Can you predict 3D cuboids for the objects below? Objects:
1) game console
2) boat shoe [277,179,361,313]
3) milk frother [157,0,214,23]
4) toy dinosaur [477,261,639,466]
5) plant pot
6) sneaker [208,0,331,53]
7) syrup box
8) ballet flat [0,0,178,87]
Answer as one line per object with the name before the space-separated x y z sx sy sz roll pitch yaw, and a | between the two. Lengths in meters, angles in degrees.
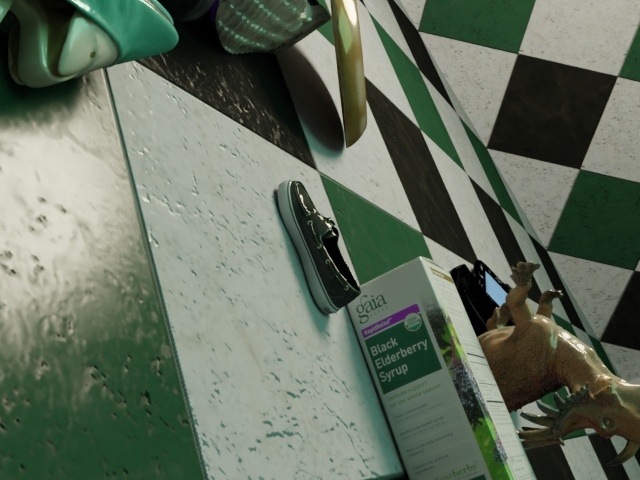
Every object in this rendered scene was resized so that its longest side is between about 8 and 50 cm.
game console | 0.289 0.113 1.206 0.213 0.044 0.361 54 19 -8
boat shoe | 0.000 0.000 0.684 0.049 0.040 0.142 17 48 -62
milk frother | -0.127 -0.242 0.555 0.143 0.134 0.129 -77 165 -57
toy dinosaur | 0.215 0.152 0.800 0.127 0.295 0.201 14 66 -28
plant pot | 0.036 -0.241 0.935 0.236 0.032 0.237 -6 90 -89
sneaker | -0.081 -0.296 0.796 0.146 0.102 0.293 60 13 -5
syrup box | 0.115 0.144 0.700 0.096 0.093 0.237 22 44 -59
ballet flat | -0.180 -0.138 0.407 0.247 0.083 0.087 25 65 -58
